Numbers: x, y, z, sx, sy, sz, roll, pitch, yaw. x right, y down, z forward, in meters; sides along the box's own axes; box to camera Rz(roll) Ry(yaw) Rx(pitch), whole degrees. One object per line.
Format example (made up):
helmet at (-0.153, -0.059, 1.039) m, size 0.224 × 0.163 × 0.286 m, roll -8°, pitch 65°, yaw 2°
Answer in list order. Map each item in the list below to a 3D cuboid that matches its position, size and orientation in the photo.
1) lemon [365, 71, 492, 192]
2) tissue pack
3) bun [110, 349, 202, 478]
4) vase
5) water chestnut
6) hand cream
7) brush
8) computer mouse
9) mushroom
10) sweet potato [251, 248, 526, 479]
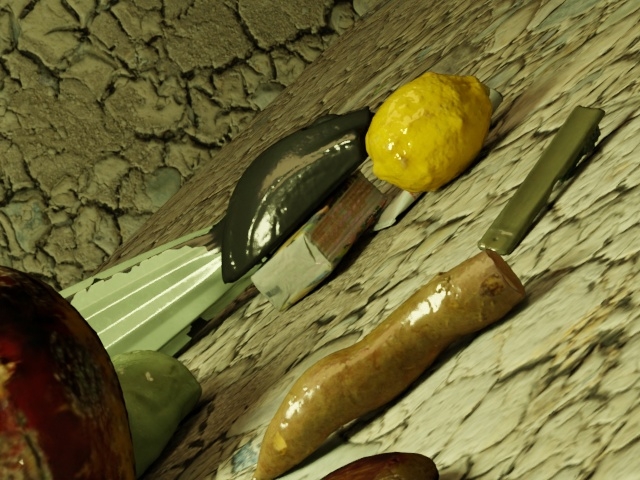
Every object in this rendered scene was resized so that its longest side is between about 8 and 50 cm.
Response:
lemon at (0.117, -0.118, 2.058) m, size 0.155 × 0.114 × 0.114 m, roll -42°, pitch 9°, yaw -7°
tissue pack at (0.000, 0.000, 2.133) m, size 0.108 × 0.060 × 0.148 m, roll -39°, pitch 7°, yaw 42°
bun at (-0.228, 0.191, 2.007) m, size 0.221 × 0.108 × 0.221 m, roll -38°, pitch 9°, yaw 7°
vase at (-0.201, 0.075, 2.357) m, size 0.360 × 0.165 × 0.165 m, roll -33°, pitch 11°, yaw 20°
water chestnut at (-0.306, 0.174, 1.786) m, size 0.302 × 0.350 × 0.350 m, roll -15°, pitch -11°, yaw -44°
hand cream at (0.130, -0.089, 2.143) m, size 0.216 × 0.038 × 0.052 m, roll -47°, pitch -20°, yaw -20°
brush at (0.195, -0.048, 1.681) m, size 0.034 × 0.027 × 0.190 m, roll 14°, pitch 50°, yaw 33°
computer mouse at (-0.033, -0.065, 2.139) m, size 0.264 × 0.088 × 0.147 m, roll -41°, pitch 8°, yaw 5°
mushroom at (0.022, 0.175, 1.234) m, size 0.123 × 0.052 × 0.123 m, roll -39°, pitch 13°, yaw 11°
sweet potato at (0.035, 0.103, 1.502) m, size 0.281 × 0.059 × 0.067 m, roll -37°, pitch 0°, yaw 15°
